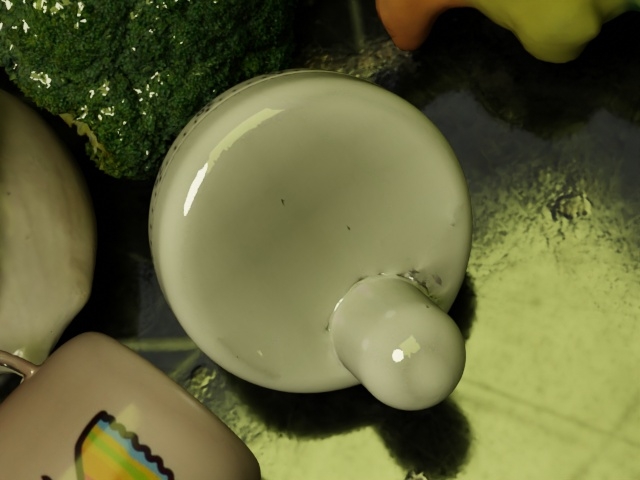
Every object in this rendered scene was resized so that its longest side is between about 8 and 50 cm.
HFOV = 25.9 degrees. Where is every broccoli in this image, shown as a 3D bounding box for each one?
[{"bbox_3d":[-0.155,-0.208,1.072,0.283,0.321,0.303,6,56,42],"label":"broccoli"}]

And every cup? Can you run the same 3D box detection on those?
[{"bbox_3d":[-0.185,0.165,0.953,0.253,0.191,0.200,39,76,-4],"label":"cup"}]

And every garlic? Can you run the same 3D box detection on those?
[{"bbox_3d":[-0.310,-0.032,1.035,0.246,0.231,0.340,-42,64,-12],"label":"garlic"}]

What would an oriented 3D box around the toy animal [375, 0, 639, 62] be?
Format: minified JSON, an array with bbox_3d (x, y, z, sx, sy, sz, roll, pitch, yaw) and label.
[{"bbox_3d":[0.216,-0.253,1.063,0.338,0.191,0.216,2,65,10],"label":"toy animal"}]

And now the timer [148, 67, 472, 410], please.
[{"bbox_3d":[0.000,0.000,0.976,0.234,0.240,0.233,-4,106,-16],"label":"timer"}]
